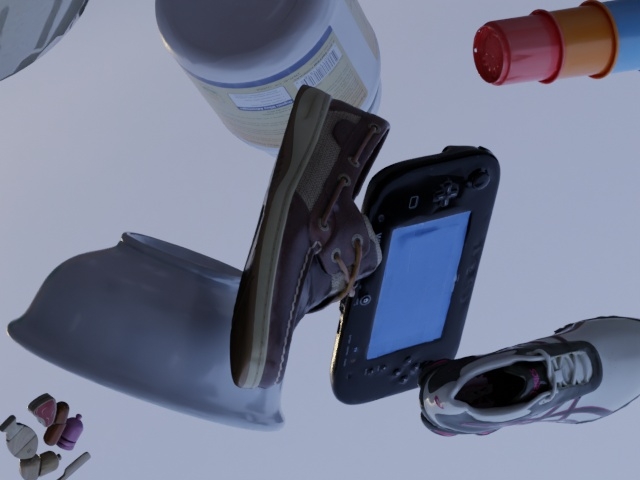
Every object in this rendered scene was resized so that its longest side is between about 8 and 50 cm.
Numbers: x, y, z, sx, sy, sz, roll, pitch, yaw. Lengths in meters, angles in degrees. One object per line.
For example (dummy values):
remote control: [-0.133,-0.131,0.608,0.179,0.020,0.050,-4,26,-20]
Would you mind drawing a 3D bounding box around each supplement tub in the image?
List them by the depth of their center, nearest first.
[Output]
supplement tub: [-0.053,-0.243,2.258,0.228,0.228,0.316,-35,154,1]

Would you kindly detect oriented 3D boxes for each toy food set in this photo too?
toy food set: [-0.249,0.176,1.650,0.078,0.122,0.019,-41,-125,-22]

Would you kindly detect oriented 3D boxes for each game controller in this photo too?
game controller: [0.097,0.041,1.939,0.166,0.319,0.067,-21,-135,-36]

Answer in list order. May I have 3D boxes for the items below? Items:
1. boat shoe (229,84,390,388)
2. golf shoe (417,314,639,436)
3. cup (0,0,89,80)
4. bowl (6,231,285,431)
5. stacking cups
boat shoe: [0.000,0.000,1.720,0.123,0.123,0.342,110,-5,-49]
golf shoe: [0.236,0.144,1.854,0.273,0.105,0.120,-15,176,-8]
cup: [-0.244,-0.279,1.032,0.331,0.331,0.237,-49,180,-38]
bowl: [-0.152,0.077,1.815,0.134,0.298,0.298,-69,-161,3]
stacking cups: [0.302,-0.211,1.818,0.316,0.096,0.096,-8,-176,-27]
